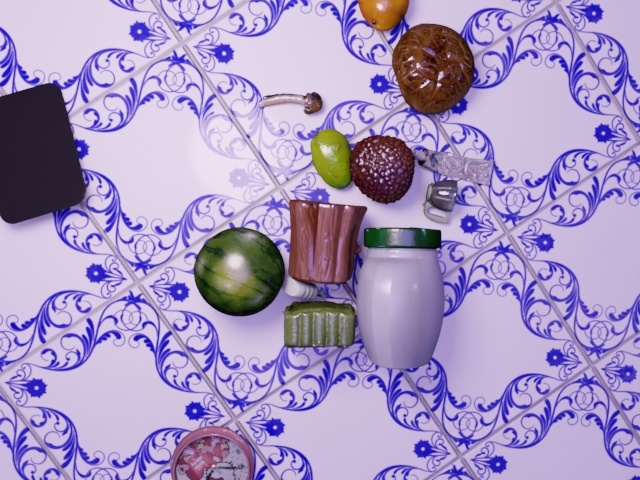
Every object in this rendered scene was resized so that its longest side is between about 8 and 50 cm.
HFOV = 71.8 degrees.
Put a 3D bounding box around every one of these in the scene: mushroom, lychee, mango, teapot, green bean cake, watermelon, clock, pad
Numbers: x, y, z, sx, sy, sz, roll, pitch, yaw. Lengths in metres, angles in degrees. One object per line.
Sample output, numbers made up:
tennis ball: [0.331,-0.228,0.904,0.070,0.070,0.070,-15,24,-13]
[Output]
mushroom: [-0.085,-0.398,1.278,0.187,0.061,0.060,5,79,8]
lychee: [0.166,-0.202,1.226,0.188,0.188,0.188,0,92,-3]
mushroom: [0.319,-0.486,1.247,0.253,0.153,0.253,0,90,-13]
mango: [0.038,-0.232,1.264,0.119,0.100,0.178,-23,101,-4]
teapot: [0.349,-0.119,1.293,0.090,0.092,0.124,10,85,13]
green bean cake: [-0.002,0.229,1.224,0.200,0.214,0.113,-1,89,-3]
mango: [0.175,-0.706,1.250,0.145,0.112,0.219,-4,81,-3]
watermelon: [-0.217,0.083,1.195,0.242,0.242,0.242,0,92,-3]
clock: [-0.319,0.667,1.303,0.244,0.056,0.244,0,91,-5]
pad: [-0.772,-0.252,1.256,0.315,0.063,0.375,-17,83,-2]

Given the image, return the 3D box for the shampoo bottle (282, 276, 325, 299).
shampoo bottle: [-0.040,0.140,1.266,0.077,0.152,0.045,31,99,38]

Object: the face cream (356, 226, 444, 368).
face cream: [0.218,0.145,1.192,0.219,0.312,0.357,2,89,29]

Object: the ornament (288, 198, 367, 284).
ornament: [0.000,0.000,1.230,0.235,0.221,0.218,0,98,-48]

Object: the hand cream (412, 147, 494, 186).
hand cream: [0.388,-0.225,1.309,0.257,0.050,0.084,10,94,-10]
